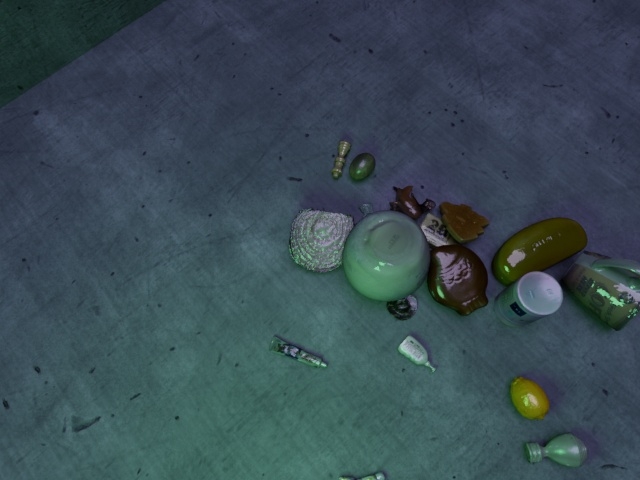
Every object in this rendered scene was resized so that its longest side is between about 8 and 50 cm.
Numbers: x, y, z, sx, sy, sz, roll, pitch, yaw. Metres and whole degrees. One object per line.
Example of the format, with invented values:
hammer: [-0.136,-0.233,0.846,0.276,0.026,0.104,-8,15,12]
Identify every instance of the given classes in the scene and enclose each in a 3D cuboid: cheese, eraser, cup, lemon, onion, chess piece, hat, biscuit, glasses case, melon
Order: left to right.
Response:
onion: [0.000,0.000,1.784,0.250,0.111,0.248,9,93,-5]
chess piece: [0.087,-0.348,1.930,0.060,0.060,0.172,13,73,7]
melon: [0.178,-0.315,1.888,0.098,0.098,0.131,35,78,14]
cheese: [0.205,-0.099,1.844,0.067,0.026,0.121,-16,69,-4]
hat: [0.316,0.247,1.698,0.121,0.050,0.121,0,68,0]
eraser: [0.478,-0.022,1.786,0.172,0.058,0.117,33,75,13]
biscuit: [0.565,-0.065,1.763,0.212,0.041,0.239,24,45,3]
lemon: [0.722,0.545,1.536,0.114,0.114,0.155,-19,58,-4]
glasses case: [0.836,0.028,1.706,0.371,0.141,0.173,-25,70,-7]
cup: [1.026,0.147,1.578,0.257,0.301,0.227,37,71,24]

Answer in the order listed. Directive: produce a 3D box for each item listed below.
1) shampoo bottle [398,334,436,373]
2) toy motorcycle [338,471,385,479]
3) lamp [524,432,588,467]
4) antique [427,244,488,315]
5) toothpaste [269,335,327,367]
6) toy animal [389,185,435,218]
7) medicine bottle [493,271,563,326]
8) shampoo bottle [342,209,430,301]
shampoo bottle: [0.364,0.423,1.632,0.152,0.045,0.077,40,74,17]
toy motorcycle: [0.165,0.845,1.472,0.228,0.074,0.151,14,68,10]
lamp: [0.790,0.703,1.484,0.193,0.106,0.106,-7,69,10]
antique: [0.509,0.144,1.671,0.223,0.129,0.278,-33,82,-4]
toothpaste: [-0.082,0.426,1.658,0.233,0.038,0.060,19,70,12]
toy animal: [0.370,-0.167,1.832,0.179,0.089,0.188,-17,57,-1]
medicine bottle: [0.731,0.216,1.580,0.152,0.254,0.152,-1,69,3]
shampoo bottle: [0.239,0.055,1.625,0.322,0.317,0.322,-3,62,6]
